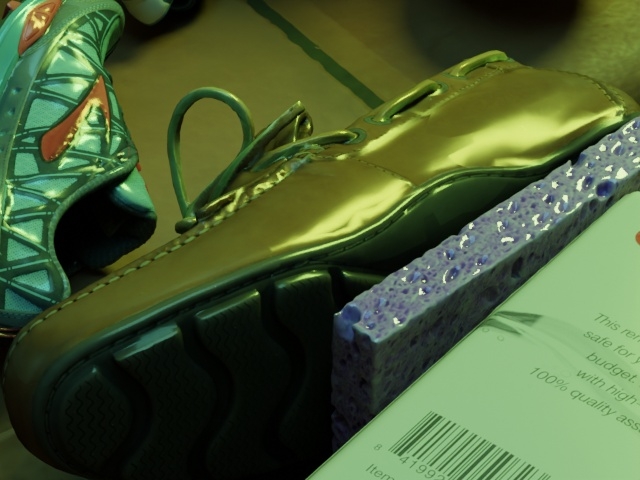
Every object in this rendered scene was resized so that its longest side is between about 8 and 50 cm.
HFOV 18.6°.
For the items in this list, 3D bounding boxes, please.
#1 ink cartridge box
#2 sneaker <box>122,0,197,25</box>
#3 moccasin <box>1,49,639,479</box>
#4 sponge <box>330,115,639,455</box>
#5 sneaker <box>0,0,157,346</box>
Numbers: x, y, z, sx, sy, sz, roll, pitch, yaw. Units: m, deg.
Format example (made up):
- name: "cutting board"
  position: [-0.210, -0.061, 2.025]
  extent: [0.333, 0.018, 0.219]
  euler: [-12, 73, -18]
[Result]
- name: "ink cartridge box"
  position: [0.135, 0.127, 0.823]
  extent: [0.207, 0.117, 0.283]
  euler: [28, 49, 30]
- name: "sneaker"
  position: [-0.089, -0.177, 1.237]
  extent: [0.053, 0.059, 0.144]
  euler: [-15, 14, 34]
- name: "moccasin"
  position: [0.000, -0.002, 0.961]
  extent: [0.380, 0.139, 0.147]
  euler: [-33, 49, -32]
- name: "sponge"
  position: [0.091, 0.032, 0.935]
  extent: [0.210, 0.117, 0.031]
  euler: [-32, 51, -30]
- name: "sneaker"
  position: [-0.144, -0.033, 1.055]
  extent: [0.125, 0.104, 0.262]
  euler: [22, 47, 0]
